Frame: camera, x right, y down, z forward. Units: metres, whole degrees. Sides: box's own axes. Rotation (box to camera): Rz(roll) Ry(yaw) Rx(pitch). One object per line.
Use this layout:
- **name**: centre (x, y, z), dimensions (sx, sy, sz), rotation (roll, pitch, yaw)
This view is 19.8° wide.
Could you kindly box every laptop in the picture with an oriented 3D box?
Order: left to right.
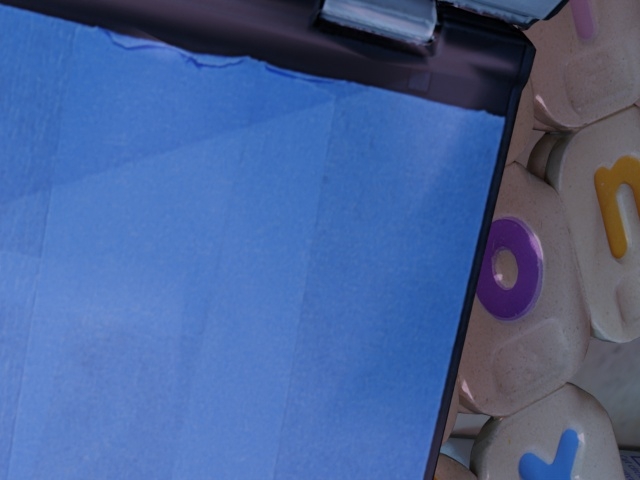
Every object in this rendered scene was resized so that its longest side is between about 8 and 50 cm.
- **laptop**: centre (-0.094, -0.022, 0.286), dimensions (0.382, 0.236, 0.408), rotation (11, 148, -23)

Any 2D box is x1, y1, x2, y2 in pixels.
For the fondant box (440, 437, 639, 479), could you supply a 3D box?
- **fondant box**: centre (0.218, 0.191, 0.744), dimensions (0.330, 0.238, 0.096), rotation (6, 117, -30)

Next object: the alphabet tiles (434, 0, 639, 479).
- **alphabet tiles**: centre (0.000, 0.000, 0.503), dimensions (0.284, 0.021, 0.278), rotation (-24, 105, -36)
